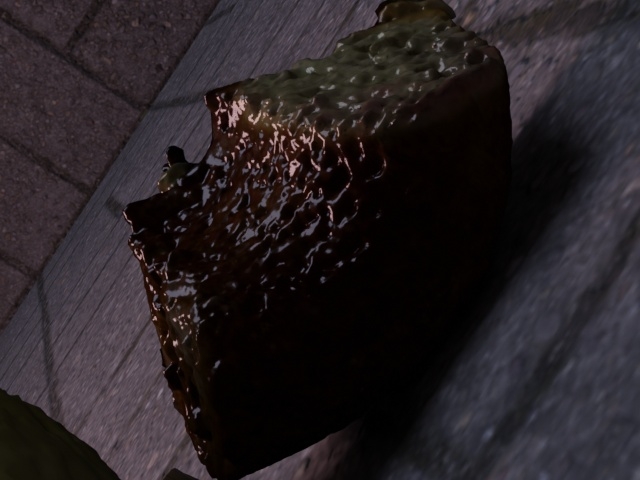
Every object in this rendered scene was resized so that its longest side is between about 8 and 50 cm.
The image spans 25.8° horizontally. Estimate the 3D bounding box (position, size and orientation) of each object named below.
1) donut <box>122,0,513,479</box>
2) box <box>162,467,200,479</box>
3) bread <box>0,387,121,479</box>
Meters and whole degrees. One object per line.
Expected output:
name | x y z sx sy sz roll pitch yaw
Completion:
donut | 0.011 -0.002 0.564 0.186 0.144 0.126 -27 16 -8
box | -0.038 0.118 0.553 0.024 0.053 0.083 -49 9 -12
bread | -0.175 0.183 0.461 0.320 0.237 0.320 -56 17 26
